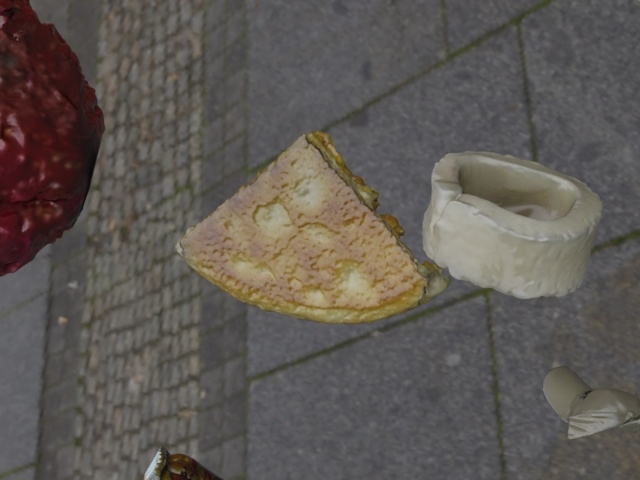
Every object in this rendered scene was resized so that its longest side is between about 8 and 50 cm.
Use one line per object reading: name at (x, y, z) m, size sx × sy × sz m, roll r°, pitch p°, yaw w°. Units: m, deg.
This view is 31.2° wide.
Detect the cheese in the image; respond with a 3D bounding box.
cheese at (0.340, -0.036, 2.108) m, size 0.332 × 0.292 × 0.153 m, roll 20°, pitch 121°, yaw 22°

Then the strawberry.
strawberry at (-0.268, -0.091, 0.812) m, size 0.274 × 0.220 × 0.274 m, roll 176°, pitch 90°, yaw -90°

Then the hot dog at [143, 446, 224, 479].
hot dog at (-0.153, 0.411, 1.684) m, size 0.082 × 0.270 × 0.162 m, roll -43°, pitch 11°, yaw 7°

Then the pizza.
pizza at (-0.016, 0.027, 1.440) m, size 0.268 × 0.258 × 0.087 m, roll -36°, pitch 5°, yaw 25°

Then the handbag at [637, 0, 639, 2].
handbag at (0.522, -0.422, 1.555) m, size 0.193 × 0.190 × 0.251 m, roll 25°, pitch 125°, yaw 16°

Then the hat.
hat at (0.452, 0.259, 1.918) m, size 0.175 × 0.147 × 0.085 m, roll 52°, pitch 136°, yaw 42°
